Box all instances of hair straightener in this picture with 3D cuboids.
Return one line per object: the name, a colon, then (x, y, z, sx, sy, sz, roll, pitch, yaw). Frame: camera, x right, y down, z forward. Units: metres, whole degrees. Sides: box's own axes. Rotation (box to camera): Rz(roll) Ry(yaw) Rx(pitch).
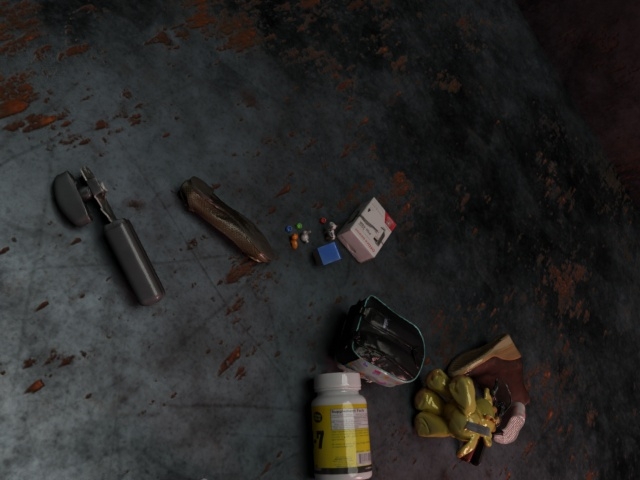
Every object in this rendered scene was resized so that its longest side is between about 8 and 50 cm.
hair straightener: (0.431, 0.465, 1.478, 0.089, 0.047, 0.230, 32, 74, -26)

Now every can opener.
can opener: (-0.387, -0.002, 1.052, 0.095, 0.076, 0.283, -26, 92, -8)

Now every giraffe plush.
giraffe plush: (0.352, 0.414, 1.390, 0.171, 0.210, 0.181, 18, 98, -47)

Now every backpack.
backpack: (0.134, 0.240, 1.298, 0.189, 0.144, 0.165, 28, 52, -11)

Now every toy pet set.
toy pet set: (0.000, 0.000, 1.337, 0.122, 0.065, 0.114, -17, 85, -40)

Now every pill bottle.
pill bottle: (0.041, 0.383, 1.196, 0.119, 0.119, 0.208, 10, 68, -35)

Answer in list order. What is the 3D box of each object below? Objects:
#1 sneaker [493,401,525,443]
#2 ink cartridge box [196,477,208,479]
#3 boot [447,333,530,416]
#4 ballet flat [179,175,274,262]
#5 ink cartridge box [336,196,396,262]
sneaker: (0.502, 0.478, 1.525, 0.051, 0.134, 0.070, 23, 39, 7)
ink cartridge box: (-0.122, 0.555, 0.980, 0.311, 0.065, 0.185, 43, 29, -32)
boot: (0.460, 0.384, 1.541, 0.249, 0.090, 0.206, -20, 94, -31)
ballet flat: (-0.197, -0.033, 1.210, 0.250, 0.058, 0.084, 43, 18, -24)
ink cartridge box: (0.117, -0.026, 1.442, 0.099, 0.056, 0.135, 49, 51, -15)
